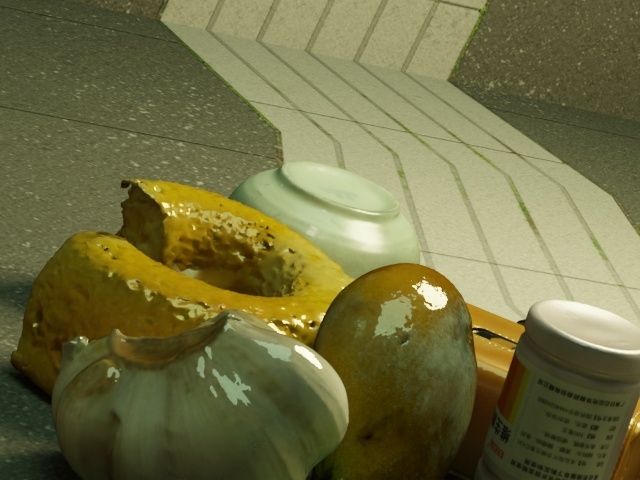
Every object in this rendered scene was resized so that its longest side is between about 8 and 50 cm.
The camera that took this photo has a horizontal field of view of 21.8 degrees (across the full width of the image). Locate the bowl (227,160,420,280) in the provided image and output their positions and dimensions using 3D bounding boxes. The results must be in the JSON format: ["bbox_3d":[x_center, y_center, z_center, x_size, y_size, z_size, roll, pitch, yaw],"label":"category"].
[{"bbox_3d":[0.000,0.000,2.184,0.307,0.163,0.307,17,18,-6],"label":"bowl"}]

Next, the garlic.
[{"bbox_3d":[-0.106,0.183,1.528,0.281,0.203,0.185,-18,44,9],"label":"garlic"}]

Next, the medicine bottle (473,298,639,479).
[{"bbox_3d":[0.234,0.195,1.653,0.133,0.250,0.133,13,19,-5],"label":"medicine bottle"}]

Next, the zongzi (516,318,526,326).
[{"bbox_3d":[0.303,0.131,2.234,0.083,0.067,0.073,0,28,11],"label":"zongzi"}]

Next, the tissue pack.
[{"bbox_3d":[0.223,0.189,1.835,0.274,0.145,0.194,21,21,17],"label":"tissue pack"}]

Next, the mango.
[{"bbox_3d":[0.067,0.163,1.652,0.193,0.146,0.316,45,46,-32],"label":"mango"}]

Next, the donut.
[{"bbox_3d":[-0.111,0.076,1.849,0.377,0.163,0.435,18,18,1],"label":"donut"}]
